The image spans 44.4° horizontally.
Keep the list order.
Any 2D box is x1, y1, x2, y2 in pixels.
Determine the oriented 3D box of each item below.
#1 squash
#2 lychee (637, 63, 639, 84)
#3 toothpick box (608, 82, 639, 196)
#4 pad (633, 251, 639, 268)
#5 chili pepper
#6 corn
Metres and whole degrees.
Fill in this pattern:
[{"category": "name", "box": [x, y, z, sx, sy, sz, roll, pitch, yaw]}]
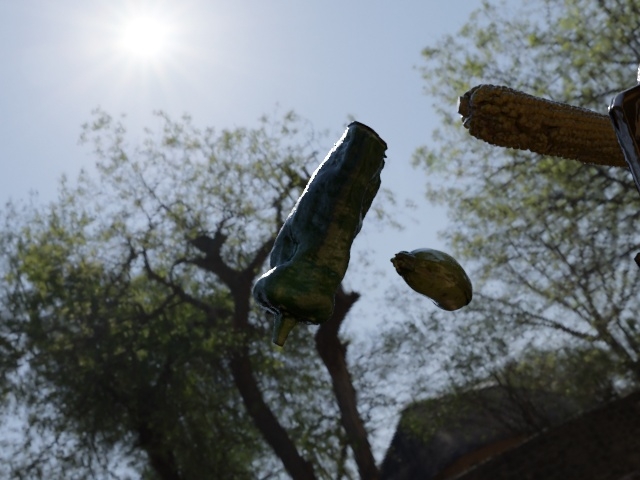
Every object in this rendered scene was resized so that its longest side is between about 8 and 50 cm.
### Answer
[{"category": "squash", "box": [0.214, 0.065, 1.436, 0.094, 0.094, 0.341, -36, -29, 13]}, {"category": "lychee", "box": [0.720, -0.362, 1.639, 0.140, 0.114, 0.101, -58, -20, 8]}, {"category": "toothpick box", "box": [0.451, -0.094, 0.689, 0.190, 0.188, 0.308, -25, 10, -16]}, {"category": "pad", "box": [0.581, 0.029, 0.942, 0.330, 0.220, 0.004, -30, 20, 30]}, {"category": "chili pepper", "box": [0.000, 0.000, 0.945, 0.270, 0.099, 0.136, -64, 14, -14]}, {"category": "corn", "box": [0.369, -0.180, 1.250, 0.319, 0.097, 0.097, 12, -37, -6]}]
